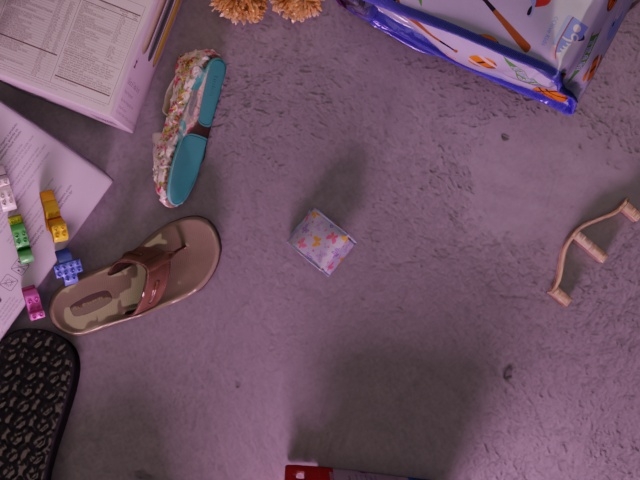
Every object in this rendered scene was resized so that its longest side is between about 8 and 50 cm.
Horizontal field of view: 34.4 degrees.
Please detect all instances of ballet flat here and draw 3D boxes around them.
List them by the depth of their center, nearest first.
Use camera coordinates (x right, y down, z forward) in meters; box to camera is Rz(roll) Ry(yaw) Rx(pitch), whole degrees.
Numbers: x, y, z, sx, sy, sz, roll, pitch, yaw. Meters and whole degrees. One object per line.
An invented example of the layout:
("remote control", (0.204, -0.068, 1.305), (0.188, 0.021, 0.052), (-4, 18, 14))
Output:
("ballet flat", (-0.204, -0.167, 1.518), (0.077, 0.091, 0.241), (15, 84, 29))

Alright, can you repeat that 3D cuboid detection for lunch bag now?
("lunch bag", (0.247, -0.405, 1.442), (0.385, 0.239, 0.328), (27, 90, 21))
("lunch bag", (0.000, 0.000, 1.526), (0.083, 0.053, 0.071), (38, 89, 24))

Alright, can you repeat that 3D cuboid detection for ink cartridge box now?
("ink cartridge box", (-0.517, -0.049, 1.444), (0.330, 0.071, 0.324), (37, 89, -25))
("ink cartridge box", (0.059, 0.383, 1.486), (0.230, 0.134, 0.078), (7, 90, -1))

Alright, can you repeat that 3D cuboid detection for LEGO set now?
("LEGO set", (-0.383, 0.006, 1.426), (0.087, 0.093, 0.227), (-17, 110, -18))

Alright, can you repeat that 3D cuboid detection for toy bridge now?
("toy bridge", (0.403, 0.008, 1.552), (0.063, 0.026, 0.188), (39, 88, 0))

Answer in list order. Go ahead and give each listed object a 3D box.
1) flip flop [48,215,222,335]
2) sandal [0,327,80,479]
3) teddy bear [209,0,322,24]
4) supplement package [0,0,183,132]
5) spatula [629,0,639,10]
("flip flop", (-0.270, 0.057, 1.504), (0.277, 0.080, 0.112), (-24, 90, -2))
("sandal", (-0.452, 0.351, 1.494), (0.167, 0.107, 0.446), (18, 76, 5))
("teddy bear", (-0.085, -0.479, 1.499), (0.245, 0.113, 0.338), (11, 90, -4))
("supplement package", (-0.320, -0.315, 1.445), (0.198, 0.199, 0.263), (21, 89, -2))
("spatula", (0.470, -0.359, 1.553), (0.296, 0.030, 0.084), (-38, 93, -2))
